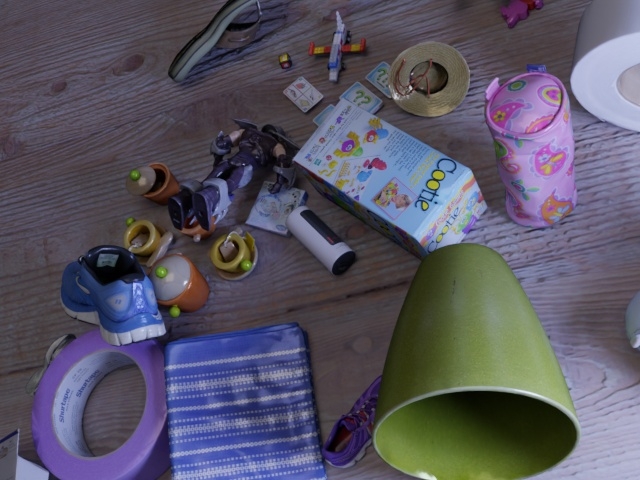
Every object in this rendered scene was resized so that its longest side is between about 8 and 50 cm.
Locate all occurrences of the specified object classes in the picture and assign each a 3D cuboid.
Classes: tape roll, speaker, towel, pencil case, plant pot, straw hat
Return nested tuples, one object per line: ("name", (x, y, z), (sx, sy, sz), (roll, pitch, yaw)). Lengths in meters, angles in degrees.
("tape roll", (-0.358, 0.290, 1.504), (0.275, 0.090, 0.274), (-9, 63, 18))
("speaker", (0.000, 0.000, 1.509), (0.055, 0.055, 0.136), (-44, 58, -1))
("tape roll", (0.518, -0.266, 1.285), (0.286, 0.286, 0.100), (5, 69, 24))
("towel", (-0.121, 0.298, 1.383), (0.243, 0.040, 0.335), (-7, 62, -5))
("pencil case", (0.317, -0.132, 1.303), (0.124, 0.284, 0.124), (-9, 59, 16))
("plant pot", (0.213, 0.155, 1.251), (0.275, 0.274, 0.293), (-11, 48, 18))
("straw hat", (0.193, -0.294, 1.557), (0.145, 0.144, 0.061), (-20, 19, 13))

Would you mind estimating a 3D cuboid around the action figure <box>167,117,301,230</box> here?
("action figure", (-0.150, -0.128, 1.576), (0.185, 0.099, 0.285), (17, 46, 33))

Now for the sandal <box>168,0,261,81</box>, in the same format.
("sandal", (-0.184, -0.421, 1.764), (0.303, 0.086, 0.120), (-40, 19, 20))

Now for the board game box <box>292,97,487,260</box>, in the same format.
("board game box", (0.116, -0.095, 1.453), (0.275, 0.142, 0.144), (35, 83, 31))

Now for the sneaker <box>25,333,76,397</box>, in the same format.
("sneaker", (-0.482, 0.238, 1.608), (0.058, 0.052, 0.135), (28, 87, 20))

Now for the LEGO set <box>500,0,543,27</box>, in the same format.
("LEGO set", (0.280, -0.464, 1.589), (0.227, 0.087, 0.093), (37, 84, 32))

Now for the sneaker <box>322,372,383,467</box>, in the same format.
("sneaker", (0.066, 0.278, 1.345), (0.068, 0.071, 0.170), (31, 81, 31))

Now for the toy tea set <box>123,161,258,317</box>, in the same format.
("toy tea set", (-0.278, -0.016, 1.590), (0.200, 0.124, 0.336), (-46, 58, -2))

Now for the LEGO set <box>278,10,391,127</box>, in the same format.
("LEGO set", (0.022, -0.317, 1.646), (0.182, 0.060, 0.244), (-41, 58, -4))

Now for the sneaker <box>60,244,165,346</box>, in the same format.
("sneaker", (-0.366, 0.071, 1.522), (0.330, 0.130, 0.147), (16, 111, 53))

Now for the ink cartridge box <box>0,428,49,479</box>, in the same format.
("ink cartridge box", (-0.515, 0.494, 1.447), (0.165, 0.065, 0.332), (-32, 54, 47))

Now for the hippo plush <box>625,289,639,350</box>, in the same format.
("hippo plush", (0.521, 0.082, 1.150), (0.236, 0.234, 0.294), (-43, 77, 13))

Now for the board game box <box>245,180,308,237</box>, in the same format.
("board game box", (-0.080, -0.058, 1.588), (0.090, 0.020, 0.090), (16, 72, 27))
